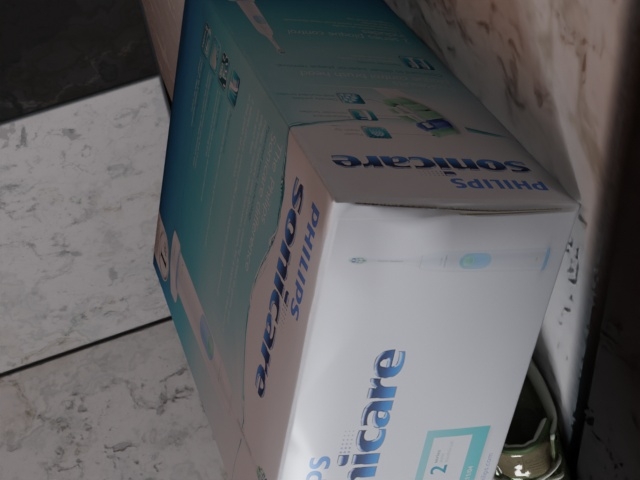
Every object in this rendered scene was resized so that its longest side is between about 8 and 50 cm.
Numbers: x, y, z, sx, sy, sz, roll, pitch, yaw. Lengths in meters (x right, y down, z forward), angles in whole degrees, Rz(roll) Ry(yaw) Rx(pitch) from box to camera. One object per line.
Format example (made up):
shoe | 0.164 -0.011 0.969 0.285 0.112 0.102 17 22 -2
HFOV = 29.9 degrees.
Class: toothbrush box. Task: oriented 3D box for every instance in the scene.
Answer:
toothbrush box | 0.000 0.000 0.677 0.295 0.126 0.216 -120 35 -55

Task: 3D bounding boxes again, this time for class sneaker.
sneaker | 0.108 0.129 0.675 0.086 0.064 0.192 86 167 -77
